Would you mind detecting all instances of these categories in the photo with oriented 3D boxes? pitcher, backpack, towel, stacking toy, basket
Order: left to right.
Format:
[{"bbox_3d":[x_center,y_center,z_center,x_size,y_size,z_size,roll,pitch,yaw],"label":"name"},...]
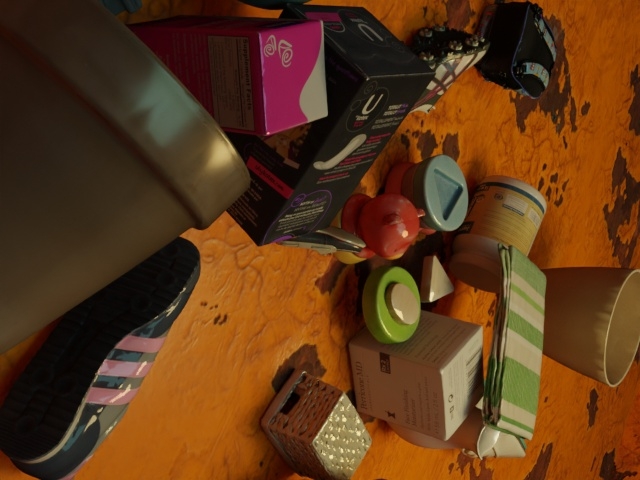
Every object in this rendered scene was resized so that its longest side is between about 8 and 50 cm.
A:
[{"bbox_3d":[-0.001,0.301,1.432,0.113,0.103,0.167,-55,140,-27],"label":"basket"},{"bbox_3d":[0.168,0.010,1.497,0.309,0.130,0.279,-33,109,-47],"label":"stacking toy"},{"bbox_3d":[0.239,0.329,1.690,0.178,0.207,0.125,9,93,-56],"label":"pitcher"},{"bbox_3d":[0.357,0.190,1.656,0.248,0.038,0.324,32,61,-56],"label":"towel"},{"bbox_3d":[0.380,-0.359,1.748,0.173,0.117,0.158,25,80,-54],"label":"backpack"}]

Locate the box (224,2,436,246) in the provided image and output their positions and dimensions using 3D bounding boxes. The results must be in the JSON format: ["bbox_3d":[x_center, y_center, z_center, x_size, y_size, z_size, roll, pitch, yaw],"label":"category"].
[{"bbox_3d":[-0.013,-0.144,1.135,0.165,0.143,0.270,-17,149,-53],"label":"box"}]

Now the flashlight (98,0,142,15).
[{"bbox_3d":[-0.254,-0.358,0.870,0.103,0.103,0.304,-57,139,-32],"label":"flashlight"}]

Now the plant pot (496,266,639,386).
[{"bbox_3d":[0.538,0.163,1.999,0.257,0.274,0.256,-22,117,-51],"label":"plant pot"}]

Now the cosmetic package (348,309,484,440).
[{"bbox_3d":[0.169,0.223,1.577,0.151,0.184,0.151,-37,129,-45],"label":"cosmetic package"}]

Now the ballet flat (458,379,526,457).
[{"bbox_3d":[0.311,0.372,1.898,0.139,0.139,0.400,-59,137,-24],"label":"ballet flat"}]

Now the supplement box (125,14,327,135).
[{"bbox_3d":[-0.112,-0.189,1.016,0.111,0.220,0.113,-27,122,-49],"label":"supplement box"}]

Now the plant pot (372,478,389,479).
[{"bbox_3d":[0.034,0.465,1.395,0.237,0.110,0.237,-29,128,-45],"label":"plant pot"}]

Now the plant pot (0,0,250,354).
[{"bbox_3d":[-0.273,-0.058,0.799,0.280,0.323,0.323,-49,139,-11],"label":"plant pot"}]

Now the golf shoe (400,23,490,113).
[{"bbox_3d":[0.182,-0.285,1.530,0.273,0.105,0.120,-29,139,-40],"label":"golf shoe"}]

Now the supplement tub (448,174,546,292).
[{"bbox_3d":[0.345,-0.012,1.784,0.199,0.144,0.144,-63,143,-19],"label":"supplement tub"}]

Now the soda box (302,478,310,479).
[{"bbox_3d":[-0.061,0.439,1.418,0.216,0.074,0.069,-3,103,-54],"label":"soda box"}]

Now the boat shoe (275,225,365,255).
[{"bbox_3d":[0.000,0.000,1.346,0.137,0.049,0.043,14,106,-20],"label":"boat shoe"}]

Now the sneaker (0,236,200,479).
[{"bbox_3d":[-0.244,0.135,1.058,0.319,0.112,0.131,-53,155,-27],"label":"sneaker"}]

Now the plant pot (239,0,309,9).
[{"bbox_3d":[-0.050,-0.384,1.040,0.290,0.290,0.195,-28,158,-48],"label":"plant pot"}]
